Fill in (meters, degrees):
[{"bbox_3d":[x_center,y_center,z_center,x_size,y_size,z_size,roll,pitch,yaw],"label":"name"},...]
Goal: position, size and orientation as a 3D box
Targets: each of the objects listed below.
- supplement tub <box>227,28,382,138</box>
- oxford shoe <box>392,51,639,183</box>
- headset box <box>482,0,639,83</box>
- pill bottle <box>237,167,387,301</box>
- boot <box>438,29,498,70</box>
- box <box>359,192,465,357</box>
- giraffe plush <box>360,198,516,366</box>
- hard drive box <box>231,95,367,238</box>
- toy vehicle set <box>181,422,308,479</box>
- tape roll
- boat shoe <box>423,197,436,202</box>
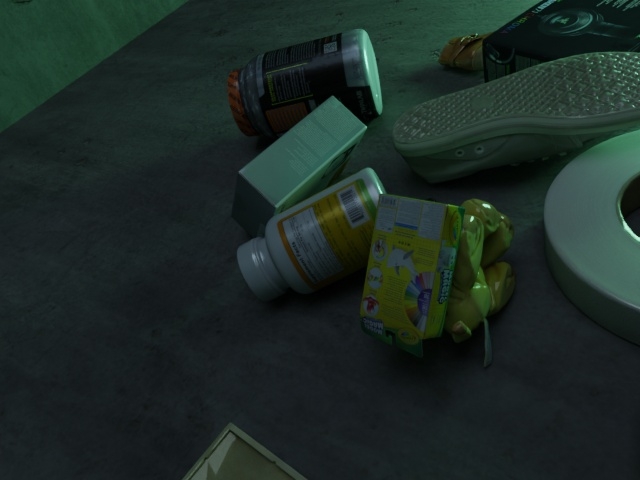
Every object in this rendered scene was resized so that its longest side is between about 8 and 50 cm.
[{"bbox_3d":[-0.033,-0.337,1.158,0.316,0.193,0.193,-8,43,14],"label":"supplement tub"},{"bbox_3d":[0.344,-0.191,0.857,0.449,0.130,0.169,-9,45,28],"label":"oxford shoe"},{"bbox_3d":[0.501,-0.349,0.984,0.246,0.131,0.283,-35,43,-13],"label":"headset box"},{"bbox_3d":[0.000,0.000,0.812,0.246,0.136,0.136,-27,40,11],"label":"pill bottle"},{"bbox_3d":[0.381,-0.462,1.206,0.152,0.073,0.197,21,54,43],"label":"boot"},{"bbox_3d":[0.106,0.039,0.624,0.043,0.179,0.105,5,8,-43],"label":"box"},{"bbox_3d":[0.153,0.052,0.712,0.170,0.181,0.210,2,81,40],"label":"giraffe plush"},{"bbox_3d":[-0.044,-0.121,0.932,0.089,0.181,0.232,44,67,5],"label":"hard drive box"},{"bbox_3d":[-0.064,0.336,0.567,0.267,0.035,0.166,20,56,38],"label":"toy vehicle set"},{"bbox_3d":[0.499,-0.017,0.675,0.392,0.072,0.392,-12,41,11],"label":"tape roll"},{"bbox_3d":[0.144,-0.029,0.867,0.125,0.038,0.046,-28,41,-6],"label":"boat shoe"}]
